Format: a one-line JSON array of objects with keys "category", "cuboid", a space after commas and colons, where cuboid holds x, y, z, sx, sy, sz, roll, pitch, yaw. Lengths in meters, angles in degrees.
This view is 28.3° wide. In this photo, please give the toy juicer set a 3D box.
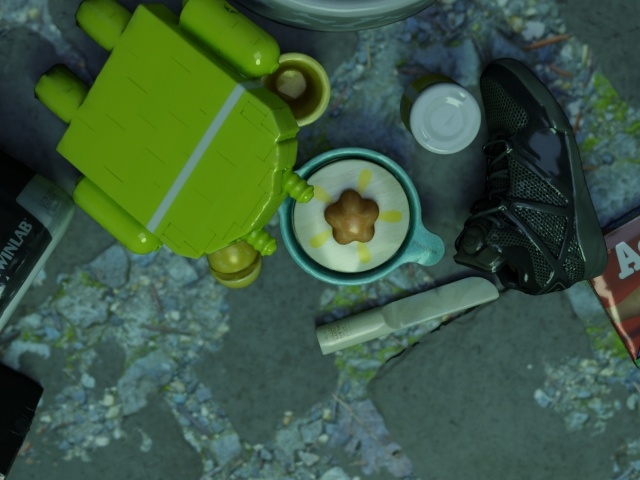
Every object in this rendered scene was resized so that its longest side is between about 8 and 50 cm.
[{"category": "toy juicer set", "cuboid": [0.000, 0.000, 1.210, 0.209, 0.089, 0.329, -38, 103, 6]}]

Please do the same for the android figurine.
[{"category": "android figurine", "cuboid": [-0.129, -0.097, 1.146, 0.273, 0.056, 0.248, 38, 112, 11]}]

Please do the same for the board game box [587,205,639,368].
[{"category": "board game box", "cuboid": [0.405, -0.002, 1.266, 0.281, 0.027, 0.145, -31, 102, 4]}]

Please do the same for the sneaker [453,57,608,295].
[{"category": "sneaker", "cuboid": [0.176, -0.052, 1.188, 0.130, 0.087, 0.227, -21, 99, -20]}]

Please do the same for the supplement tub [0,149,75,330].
[{"category": "supplement tub", "cuboid": [-0.396, -0.038, 1.124, 0.316, 0.193, 0.193, 33, 100, -9]}]

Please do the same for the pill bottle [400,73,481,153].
[{"category": "pill bottle", "cuboid": [0.108, -0.120, 1.173, 0.065, 0.116, 0.065, -1, 104, -3]}]

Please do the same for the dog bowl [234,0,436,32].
[{"category": "dog bowl", "cuboid": [0.021, -0.354, 1.120, 0.349, 0.102, 0.348, -1, 103, -3]}]

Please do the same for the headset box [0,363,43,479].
[{"category": "headset box", "cuboid": [-0.372, 0.244, 1.181, 0.110, 0.218, 0.293, 30, 101, -10]}]
